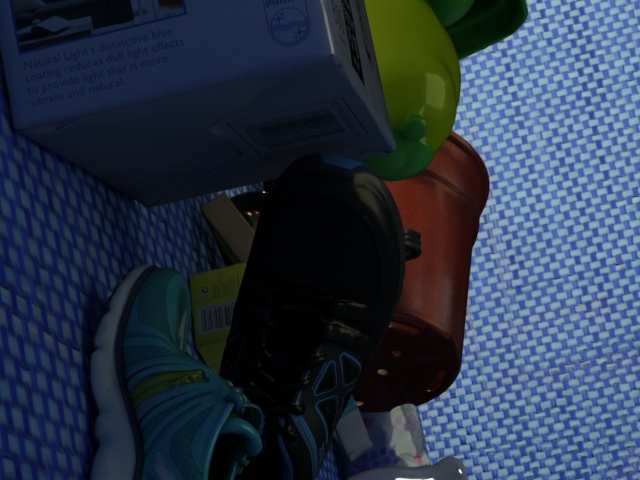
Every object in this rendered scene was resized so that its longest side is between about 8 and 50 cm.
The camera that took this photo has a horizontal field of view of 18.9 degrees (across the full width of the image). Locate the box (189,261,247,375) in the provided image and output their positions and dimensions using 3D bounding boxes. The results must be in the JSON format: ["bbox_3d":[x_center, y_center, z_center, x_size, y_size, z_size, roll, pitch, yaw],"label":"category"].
[{"bbox_3d":[-0.061,0.122,1.783,0.232,0.058,0.087,69,10,-53],"label":"box"}]

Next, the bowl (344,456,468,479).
[{"bbox_3d":[0.022,0.310,1.566,0.298,0.134,0.298,-168,-90,-85],"label":"bowl"}]

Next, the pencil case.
[{"bbox_3d":[0.062,0.179,2.457,0.124,0.113,0.273,4,72,-60],"label":"pencil case"}]

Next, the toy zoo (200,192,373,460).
[{"bbox_3d":[-0.026,0.099,1.889,0.192,0.030,0.293,52,-10,32],"label":"toy zoo"}]

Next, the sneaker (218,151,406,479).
[{"bbox_3d":[-0.018,0.098,1.506,0.139,0.125,0.341,-64,168,-64],"label":"sneaker"}]

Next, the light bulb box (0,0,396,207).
[{"bbox_3d":[-0.104,-0.242,1.420,0.358,0.225,0.361,40,38,-79],"label":"light bulb box"}]

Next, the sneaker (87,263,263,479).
[{"bbox_3d":[-0.091,0.127,1.291,0.107,0.110,0.275,70,9,-45],"label":"sneaker"}]

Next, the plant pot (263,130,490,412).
[{"bbox_3d":[0.063,0.038,2.226,0.272,0.272,0.265,69,18,-50],"label":"plant pot"}]

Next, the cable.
[{"bbox_3d":[0.000,0.000,1.985,0.287,0.139,0.072,32,42,-55],"label":"cable"}]

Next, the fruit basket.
[{"bbox_3d":[0.031,-0.176,1.806,0.283,0.392,0.392,64,15,-64],"label":"fruit basket"}]
